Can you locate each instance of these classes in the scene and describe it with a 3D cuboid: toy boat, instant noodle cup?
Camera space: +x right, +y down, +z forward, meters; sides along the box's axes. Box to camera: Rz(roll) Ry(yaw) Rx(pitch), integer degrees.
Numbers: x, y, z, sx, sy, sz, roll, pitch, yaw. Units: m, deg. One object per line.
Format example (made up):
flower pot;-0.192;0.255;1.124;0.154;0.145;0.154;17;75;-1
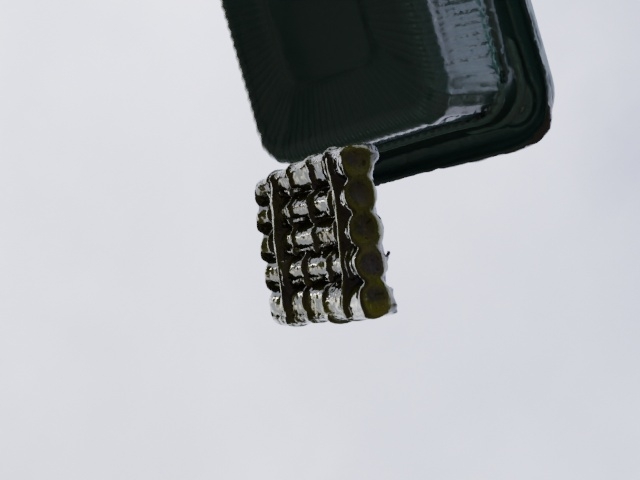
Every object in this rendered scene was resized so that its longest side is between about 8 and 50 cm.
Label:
toy boat;0.000;0.000;0.708;0.115;0.016;0.063;165;-83;-71
instant noodle cup;0.016;-0.113;0.907;0.157;0.070;0.179;-15;-87;38
